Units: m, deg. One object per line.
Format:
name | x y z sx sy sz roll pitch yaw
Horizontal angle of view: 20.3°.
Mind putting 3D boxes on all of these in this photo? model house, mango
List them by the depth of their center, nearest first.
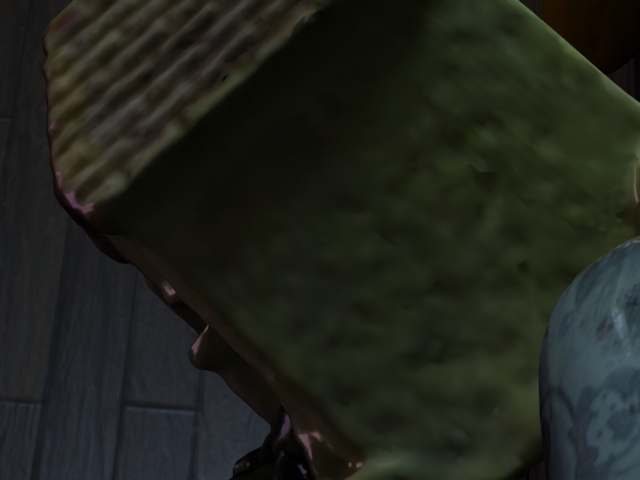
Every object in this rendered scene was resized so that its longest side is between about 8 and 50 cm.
model house | 0.000 0.000 0.775 0.261 0.266 0.321 -44 -4 -5
mango | 0.146 -0.134 0.934 0.080 0.060 0.114 -84 -2 -53

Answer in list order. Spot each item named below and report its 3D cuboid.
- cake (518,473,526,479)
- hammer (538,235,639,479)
cake | 0.117 0.169 1.232 0.246 0.135 0.112 -55 4 -22
hammer | 0.147 0.008 0.466 0.202 0.113 0.305 -93 16 -50
